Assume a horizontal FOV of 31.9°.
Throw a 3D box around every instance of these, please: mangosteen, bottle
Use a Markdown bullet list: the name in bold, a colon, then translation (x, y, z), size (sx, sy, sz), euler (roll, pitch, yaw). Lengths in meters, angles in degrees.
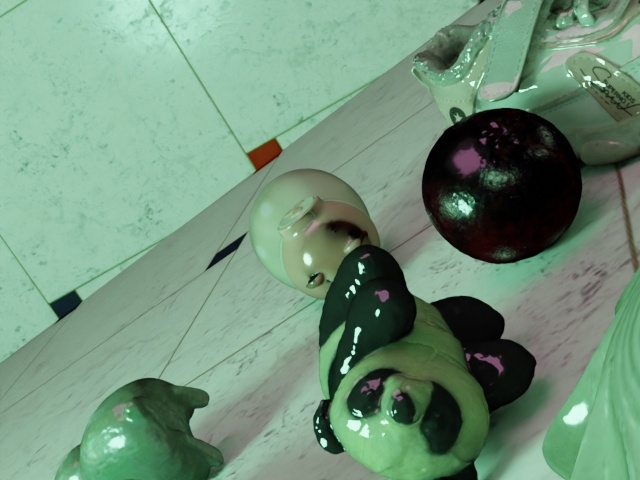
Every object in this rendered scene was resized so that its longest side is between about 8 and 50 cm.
- **mangosteen**: translation (0.167, -0.044, 1.037), size (0.152, 0.152, 0.152), euler (-37, 12, 9)
- **bottle**: translation (0.000, 0.000, 1.324), size (0.147, 0.147, 0.236), euler (-39, 15, -1)

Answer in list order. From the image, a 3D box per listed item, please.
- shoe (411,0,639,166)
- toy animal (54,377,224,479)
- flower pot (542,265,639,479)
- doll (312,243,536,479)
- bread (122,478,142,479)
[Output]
- **shoe**: translation (0.247, -0.177, 1.112), size (0.351, 0.198, 0.172), euler (-31, 16, 38)
- **toy animal**: translation (-0.223, 0.240, 1.169), size (0.251, 0.127, 0.125), euler (-38, 15, 24)
- **flower pot**: translation (0.203, 0.065, 0.313), size (0.254, 0.164, 0.367), euler (-61, 11, 9)
- **doll**: translation (0.066, 0.098, 0.829), size (0.135, 0.143, 0.234), euler (-62, 11, 7)
- **bread**: translation (-0.201, 0.295, 0.863), size (0.227, 0.142, 0.253), euler (-48, 12, -31)
